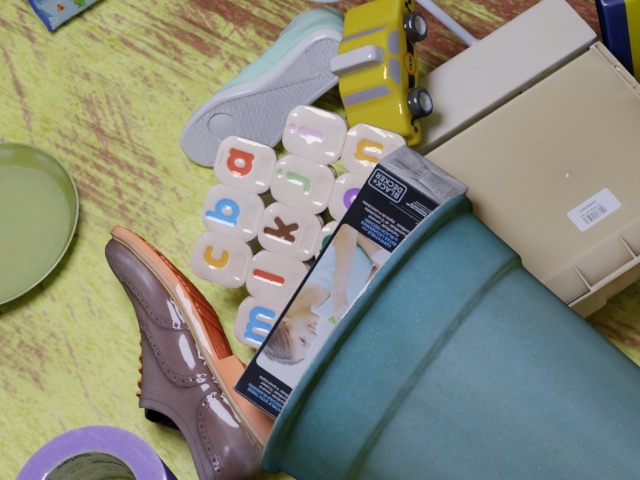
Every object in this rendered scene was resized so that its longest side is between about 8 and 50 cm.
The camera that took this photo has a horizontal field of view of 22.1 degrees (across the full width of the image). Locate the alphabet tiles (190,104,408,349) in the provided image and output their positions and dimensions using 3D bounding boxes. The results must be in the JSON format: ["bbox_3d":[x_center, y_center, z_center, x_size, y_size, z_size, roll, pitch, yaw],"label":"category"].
[{"bbox_3d":[0.000,0.000,1.834,0.278,0.021,0.284,17,103,11],"label":"alphabet tiles"}]

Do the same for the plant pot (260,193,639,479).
[{"bbox_3d":[0.174,0.189,1.609,0.334,0.341,0.341,37,75,13],"label":"plant pot"}]

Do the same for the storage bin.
[{"bbox_3d":[0.283,-0.045,1.836,0.262,0.123,0.260,-32,59,-5],"label":"storage bin"}]

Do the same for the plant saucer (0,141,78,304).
[{"bbox_3d":[-0.410,-0.013,2.053,0.240,0.037,0.241,-7,59,12],"label":"plant saucer"}]

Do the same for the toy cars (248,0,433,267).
[{"bbox_3d":[0.007,-0.107,1.878,0.176,0.087,0.394,38,103,38],"label":"toy cars"}]

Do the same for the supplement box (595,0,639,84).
[{"bbox_3d":[0.493,-0.323,1.894,0.356,0.194,0.195,-10,59,9],"label":"supplement box"}]

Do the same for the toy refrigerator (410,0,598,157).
[{"bbox_3d":[0.200,-0.166,1.938,0.269,0.102,0.094,-33,58,-6],"label":"toy refrigerator"}]

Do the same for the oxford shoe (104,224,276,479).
[{"bbox_3d":[-0.170,0.128,1.859,0.132,0.130,0.364,-39,56,2],"label":"oxford shoe"}]

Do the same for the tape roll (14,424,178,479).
[{"bbox_3d":[-0.245,0.304,1.803,0.189,0.080,0.189,-7,59,11],"label":"tape roll"}]

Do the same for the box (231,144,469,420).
[{"bbox_3d":[0.034,0.048,1.736,0.087,0.169,0.290,35,104,5],"label":"box"}]

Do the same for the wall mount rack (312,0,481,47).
[{"bbox_3d":[0.136,-0.378,2.063,0.304,0.130,0.350,24,67,29],"label":"wall mount rack"}]

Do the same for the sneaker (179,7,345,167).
[{"bbox_3d":[-0.060,-0.192,2.048,0.256,0.094,0.151,-34,19,17],"label":"sneaker"}]

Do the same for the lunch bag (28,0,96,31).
[{"bbox_3d":[-0.353,-0.377,2.218,0.128,0.096,0.151,-31,44,-1],"label":"lunch bag"}]
